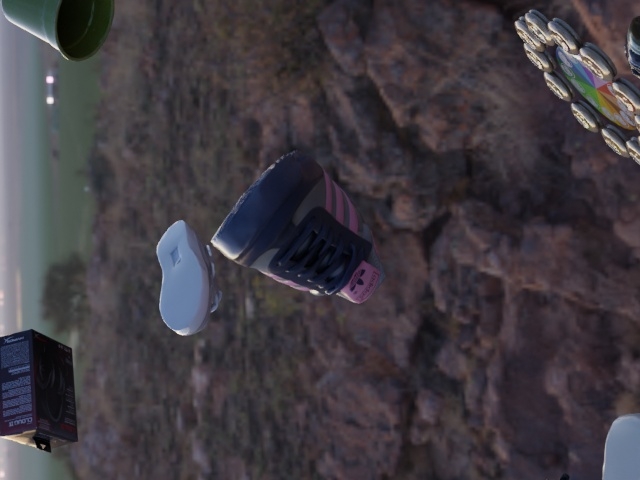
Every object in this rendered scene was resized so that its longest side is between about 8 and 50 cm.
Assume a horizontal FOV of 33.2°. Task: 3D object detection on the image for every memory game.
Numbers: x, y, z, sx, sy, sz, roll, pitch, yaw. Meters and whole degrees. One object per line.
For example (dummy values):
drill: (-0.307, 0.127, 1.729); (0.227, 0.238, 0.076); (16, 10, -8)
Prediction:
memory game: (0.237, -0.128, 0.934); (0.186, 0.012, 0.186); (47, 180, 0)

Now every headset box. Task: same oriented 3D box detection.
headset box: (-0.208, 0.114, 0.791); (0.062, 0.032, 0.083); (50, -153, -64)

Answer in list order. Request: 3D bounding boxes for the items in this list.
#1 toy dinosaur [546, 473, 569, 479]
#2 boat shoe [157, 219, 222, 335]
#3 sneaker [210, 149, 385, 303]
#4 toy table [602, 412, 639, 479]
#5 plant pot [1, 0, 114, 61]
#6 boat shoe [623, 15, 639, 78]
toy dinosaur: (0.242, 0.371, 1.121); (0.218, 0.164, 0.322); (-66, 21, 12)
boat shoe: (-0.137, 0.048, 1.165); (0.066, 0.063, 0.184); (-47, 30, 10)
sneaker: (0.000, 0.000, 0.979); (0.112, 0.131, 0.319); (-49, -7, 8)
toy table: (0.113, 0.188, 0.278); (0.161, 0.252, 0.274); (2, 72, 70)
plant pot: (-0.245, -0.214, 0.984); (0.083, 0.079, 0.083); (-48, -30, -41)
boat shoe: (0.366, -0.202, 1.149); (0.223, 0.080, 0.073); (-43, -28, -58)
